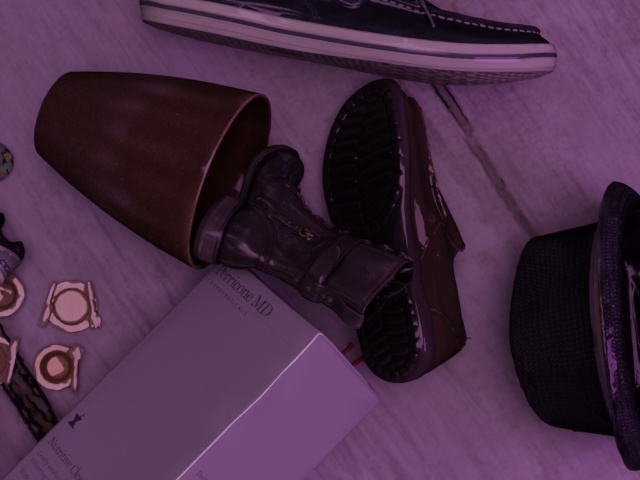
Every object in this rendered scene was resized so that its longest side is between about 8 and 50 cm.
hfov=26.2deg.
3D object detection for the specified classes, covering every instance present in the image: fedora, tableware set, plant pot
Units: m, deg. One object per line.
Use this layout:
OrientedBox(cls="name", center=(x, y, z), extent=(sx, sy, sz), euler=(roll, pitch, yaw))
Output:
OrientedBox(cls="fedora", center=(0.310, 0.102, 1.610), extent=(0.152, 0.334, 0.334), euler=(-6, 86, 25))
OrientedBox(cls="tableware set", center=(-0.348, 0.110, 1.645), extent=(0.169, 0.020, 0.141), euler=(6, 85, -4))
OrientedBox(cls="plant pot", center=(-0.206, -0.107, 1.596), extent=(0.230, 0.215, 0.215), euler=(22, 84, 11))

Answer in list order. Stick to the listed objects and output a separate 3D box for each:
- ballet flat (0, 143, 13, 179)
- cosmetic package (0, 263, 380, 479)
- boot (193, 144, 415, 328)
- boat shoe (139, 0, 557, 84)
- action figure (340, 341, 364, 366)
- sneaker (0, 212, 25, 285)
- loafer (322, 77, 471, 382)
OrientedBox(cls="ballet flat", center=(-0.462, -0.104, 1.630), extent=(0.188, 0.070, 0.070), euler=(7, 85, -4))
OrientedBox(cls="cosmetic package", center=(-0.148, 0.227, 1.538), extent=(0.385, 0.217, 0.156), euler=(-48, 132, -7))
OrientedBox(cls="boot", center=(0.000, 0.000, 1.566), extent=(0.229, 0.263, 0.091), euler=(21, 125, 12))
OrientedBox(cls="boat shoe", center=(0.039, -0.282, 1.630), extent=(0.500, 0.187, 0.156), euler=(12, 91, 1))
OrientedBox(cls="action figure", center=(0.002, 0.170, 1.667), extent=(0.115, 0.030, 0.038), euler=(-39, 95, -5))
OrientedBox(cls="sneaker", center=(-0.415, -0.017, 1.630), extent=(0.170, 0.063, 0.075), euler=(44, 61, 13))
OrientedBox(cls="loafer", center=(0.097, -0.011, 1.657), extent=(0.130, 0.134, 0.366), euler=(3, 79, -46))
